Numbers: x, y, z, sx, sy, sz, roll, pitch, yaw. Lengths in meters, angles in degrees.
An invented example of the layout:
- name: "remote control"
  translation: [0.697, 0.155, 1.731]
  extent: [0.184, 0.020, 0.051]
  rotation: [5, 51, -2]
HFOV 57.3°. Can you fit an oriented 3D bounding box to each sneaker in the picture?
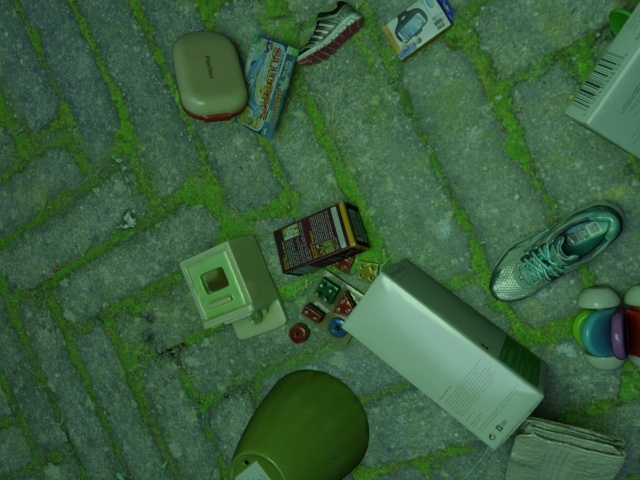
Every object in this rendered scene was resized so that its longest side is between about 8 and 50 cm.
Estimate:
- name: "sneaker"
  translation: [0.009, -0.444, 1.251]
  extent: [0.170, 0.063, 0.074]
  rotation: [-33, 77, 25]
- name: "sneaker"
  translation: [0.432, 0.023, 1.103]
  extent: [0.283, 0.122, 0.110]
  rotation: [-41, 80, 23]

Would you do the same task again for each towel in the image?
- name: "towel"
  translation: [0.456, 0.443, 1.124]
  extent: [0.187, 0.049, 0.282]
  rotation: [9, 134, 19]

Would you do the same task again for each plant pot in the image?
- name: "plant pot"
  translation: [-0.068, 0.465, 1.289]
  extent: [0.275, 0.293, 0.274]
  rotation: [4, 100, 23]

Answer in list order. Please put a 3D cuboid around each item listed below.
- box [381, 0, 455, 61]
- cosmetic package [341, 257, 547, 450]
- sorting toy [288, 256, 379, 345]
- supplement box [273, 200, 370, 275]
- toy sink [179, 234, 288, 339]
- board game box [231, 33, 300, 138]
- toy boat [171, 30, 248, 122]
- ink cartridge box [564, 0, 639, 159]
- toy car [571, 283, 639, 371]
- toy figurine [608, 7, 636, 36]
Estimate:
- name: "box"
  translation: [0.201, -0.436, 1.186]
  extent: [0.136, 0.028, 0.081]
  rotation: [-32, 84, 26]
- name: "cosmetic package"
  translation: [0.249, 0.212, 1.171]
  extent: [0.365, 0.197, 0.155]
  rotation: [38, 110, 12]
- name: "sorting toy"
  translation: [0.033, 0.150, 1.335]
  extent: [0.132, 0.046, 0.274]
  rotation: [34, 109, 15]
- name: "supplement box"
  translation: [0.000, 0.000, 1.296]
  extent: [0.188, 0.081, 0.104]
  rotation: [-22, 73, 24]
- name: "toy sink"
  translation: [-0.204, 0.125, 1.386]
  extent: [0.153, 0.131, 0.234]
  rotation: [-22, 89, 25]
- name: "board game box"
  translation: [-0.127, -0.345, 1.308]
  extent: [0.136, 0.035, 0.201]
  rotation: [33, 111, 42]
- name: "toy boat"
  translation: [-0.255, -0.358, 1.341]
  extent: [0.151, 0.151, 0.231]
  rotation: [-9, 70, -15]
- name: "ink cartridge box"
  translation: [0.603, -0.275, 0.941]
  extent: [0.324, 0.330, 0.071]
  rotation: [-60, 32, 18]
- name: "toy car"
  translation: [0.554, 0.166, 1.064]
  extent: [0.182, 0.136, 0.159]
  rotation: [-5, 96, 24]
- name: "toy figurine"
  translation: [0.610, -0.377, 0.986]
  extent: [0.159, 0.130, 0.173]
  rotation: [-42, 103, 13]
